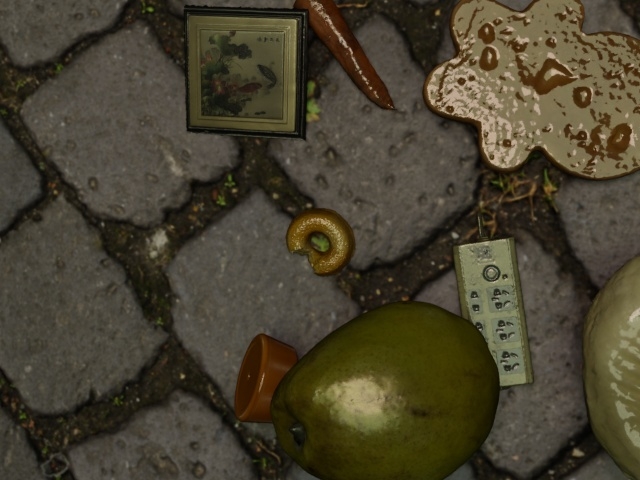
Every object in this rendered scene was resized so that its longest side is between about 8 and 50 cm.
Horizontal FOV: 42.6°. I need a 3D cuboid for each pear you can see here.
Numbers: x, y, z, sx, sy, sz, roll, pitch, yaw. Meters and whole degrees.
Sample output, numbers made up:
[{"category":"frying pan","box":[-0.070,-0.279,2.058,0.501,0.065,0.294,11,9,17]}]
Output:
[{"category":"pear","box":[0.093,0.214,1.114,0.307,0.253,0.252,-12,89,-29]}]

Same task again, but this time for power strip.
[{"category":"power strip","box":[0.251,0.090,1.207,0.092,0.034,0.267,-8,90,9]}]

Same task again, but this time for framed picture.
[{"category":"framed picture","box":[-0.115,-0.254,1.243,0.195,0.010,0.199,4,106,8]}]

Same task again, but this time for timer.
[{"category":"timer","box":[-0.037,0.219,1.223,0.152,0.132,0.132,17,93,-17]}]

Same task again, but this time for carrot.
[{"category":"carrot","box":[0.041,-0.281,1.232,0.057,0.057,0.224,-35,92,7]}]

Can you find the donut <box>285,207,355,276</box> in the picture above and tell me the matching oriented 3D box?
[{"category":"donut","box":[0.000,0.000,1.241,0.108,0.043,0.097,36,96,2]}]

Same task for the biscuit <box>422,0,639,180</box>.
[{"category":"biscuit","box":[0.333,-0.218,1.184,0.355,0.052,0.275,18,93,7]}]

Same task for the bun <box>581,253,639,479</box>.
[{"category":"bun","box":[0.509,0.166,1.075,0.349,0.227,0.352,18,91,8]}]
